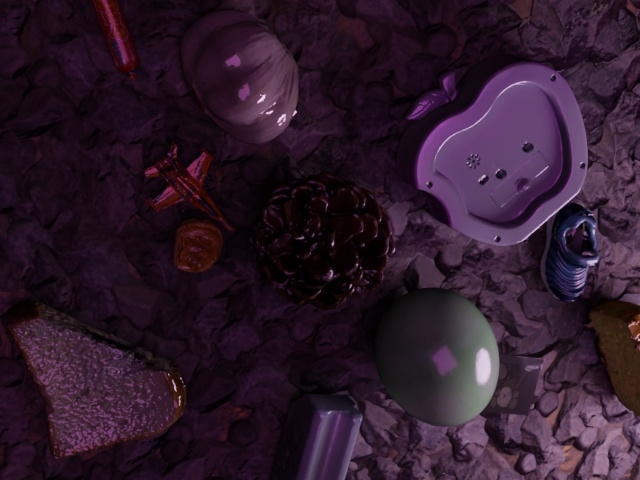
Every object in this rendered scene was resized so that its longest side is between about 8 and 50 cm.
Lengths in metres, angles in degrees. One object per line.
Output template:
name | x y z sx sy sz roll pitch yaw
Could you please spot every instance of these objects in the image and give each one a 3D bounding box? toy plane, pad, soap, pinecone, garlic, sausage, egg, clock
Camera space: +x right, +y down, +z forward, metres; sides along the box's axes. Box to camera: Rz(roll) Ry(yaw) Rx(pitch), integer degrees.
toy plane | -0.214 -0.080 1.538 0.135 0.062 0.188 -44 125 1
pad | 0.349 0.286 1.814 0.190 0.004 0.127 8 104 -16
soap | -0.020 0.413 1.664 0.095 0.173 0.289 11 103 -17
pinecone | -0.010 -0.003 1.517 0.257 0.243 0.243 18 103 -52
garlic | -0.125 -0.266 1.460 0.178 0.143 0.229 -37 103 0
sausage | -0.325 -0.324 1.440 0.050 0.048 0.145 -38 119 -43
egg | 0.211 0.213 1.641 0.220 0.220 0.269 -21 116 -8
clock | 0.312 -0.163 1.622 0.338 0.102 0.338 -4 106 -13

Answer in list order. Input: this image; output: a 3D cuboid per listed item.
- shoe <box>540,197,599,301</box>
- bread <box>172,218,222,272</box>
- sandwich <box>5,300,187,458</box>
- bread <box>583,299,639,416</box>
shoe | 0.478 0.025 1.718 0.091 0.106 0.207 -7 113 -11
bread | -0.211 0.009 1.550 0.083 0.044 0.110 0 134 -17
sandwich | -0.376 0.217 1.555 0.254 0.099 0.288 -16 109 -3
bread | 0.651 0.223 1.799 0.147 0.160 0.260 -30 108 -13
